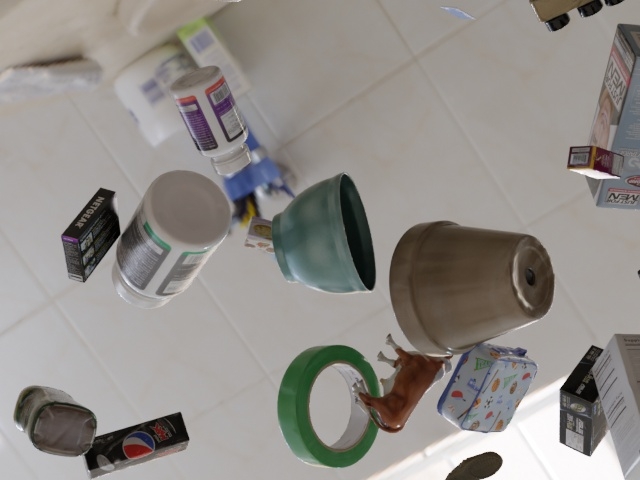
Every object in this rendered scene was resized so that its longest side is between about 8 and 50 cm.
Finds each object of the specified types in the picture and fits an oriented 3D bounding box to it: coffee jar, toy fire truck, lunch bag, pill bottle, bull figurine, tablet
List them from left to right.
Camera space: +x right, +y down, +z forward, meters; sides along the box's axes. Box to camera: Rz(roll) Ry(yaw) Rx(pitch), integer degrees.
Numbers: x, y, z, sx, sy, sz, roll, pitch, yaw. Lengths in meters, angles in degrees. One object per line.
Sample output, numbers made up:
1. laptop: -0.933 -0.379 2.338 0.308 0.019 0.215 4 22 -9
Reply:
1. coffee jar: -0.412 0.274 1.462 0.184 0.096 0.079 2 -104 62
2. pill bottle: -0.359 0.009 2.216 0.204 0.204 0.361 -41 176 -39
3. pill bottle: -0.204 -0.228 1.833 0.108 0.193 0.108 -18 -152 10
4. bull figurine: 0.218 0.365 2.518 0.310 0.188 0.101 -49 164 -36
5. tablet: 0.333 -0.551 2.300 0.083 0.006 0.054 13 -176 -46
6. lunch bag: 0.449 0.384 2.521 0.303 0.115 0.243 14 102 -53
7. toy fire truck: 0.595 -0.635 2.219 0.217 0.158 0.246 -21 -153 29

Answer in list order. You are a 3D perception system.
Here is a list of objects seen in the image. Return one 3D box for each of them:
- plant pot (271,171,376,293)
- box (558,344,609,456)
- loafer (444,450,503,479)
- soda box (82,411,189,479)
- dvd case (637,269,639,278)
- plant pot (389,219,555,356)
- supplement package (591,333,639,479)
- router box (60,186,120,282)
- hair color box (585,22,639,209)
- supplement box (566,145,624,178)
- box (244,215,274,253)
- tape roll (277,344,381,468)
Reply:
1. plant pot: 0.000 0.000 2.282 0.196 0.293 0.293 -13 -166 15
2. box: 0.571 0.339 2.004 0.077 0.180 0.147 22 -131 34
3. loafer: 0.327 0.490 2.051 0.148 0.056 0.050 -32 -165 22
4. soda box: -0.303 0.335 1.557 0.169 0.053 0.060 -14 155 -20
5. dvd case: 0.758 0.065 1.874 0.253 0.180 0.022 -32 -157 -4
6. plant pot: 0.361 0.097 2.158 0.280 0.323 0.323 -11 -158 45
7. supplement package: 0.626 0.311 1.798 0.134 0.139 0.244 101 -12 -50
8. router box: -0.512 -0.013 2.138 0.179 0.046 0.133 -63 164 -46
9. hair color box: 0.696 -0.274 2.140 0.113 0.374 0.185 4 -145 0
10. supplement box: 0.477 -0.135 1.650 0.083 0.043 0.055 12 175 -34
11. box: -0.036 0.015 2.483 0.063 0.324 0.067 114 -10 -56
12. tape roll: 0.029 0.438 2.526 0.077 0.321 0.321 -10 -157 46
